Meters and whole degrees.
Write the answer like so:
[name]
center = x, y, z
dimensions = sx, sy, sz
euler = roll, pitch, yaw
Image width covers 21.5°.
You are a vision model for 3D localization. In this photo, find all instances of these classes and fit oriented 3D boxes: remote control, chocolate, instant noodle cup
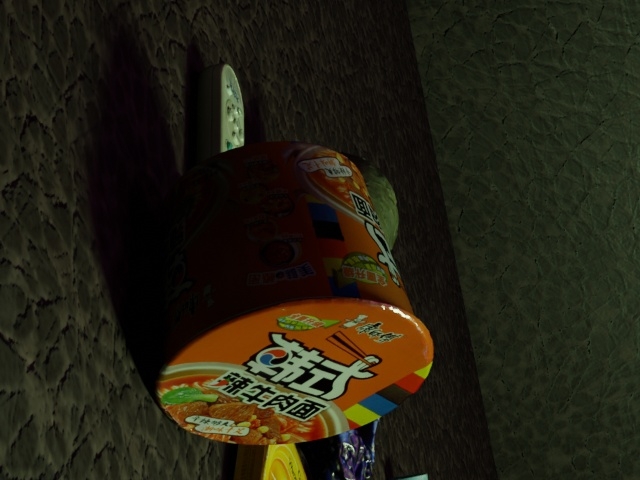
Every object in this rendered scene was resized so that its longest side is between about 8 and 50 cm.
[remote control]
center = -0.105, -0.089, 1.746
dimensions = 0.078, 0.042, 0.221
euler = 66, 19, -54
[chocolate]
center = 0.023, 0.284, 1.877
dimensions = 0.126, 0.148, 0.343
euler = 128, -39, -49
[instant noodle cup]
center = -0.037, 0.045, 1.521
dimensions = 0.250, 0.250, 0.192
euler = 64, 12, -55

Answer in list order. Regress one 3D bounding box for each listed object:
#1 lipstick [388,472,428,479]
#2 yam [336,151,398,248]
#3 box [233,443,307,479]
[lipstick]
center = 0.150, 0.482, 2.472
dimensions = 0.068, 0.061, 0.274
euler = 18, 64, -79
[yam]
center = 0.000, 0.000, 1.901
dimensions = 0.268, 0.161, 0.161
euler = -60, 139, -73
[box]
center = -0.053, 0.292, 1.681
dimensions = 0.269, 0.043, 0.152
euler = -84, 163, -50
